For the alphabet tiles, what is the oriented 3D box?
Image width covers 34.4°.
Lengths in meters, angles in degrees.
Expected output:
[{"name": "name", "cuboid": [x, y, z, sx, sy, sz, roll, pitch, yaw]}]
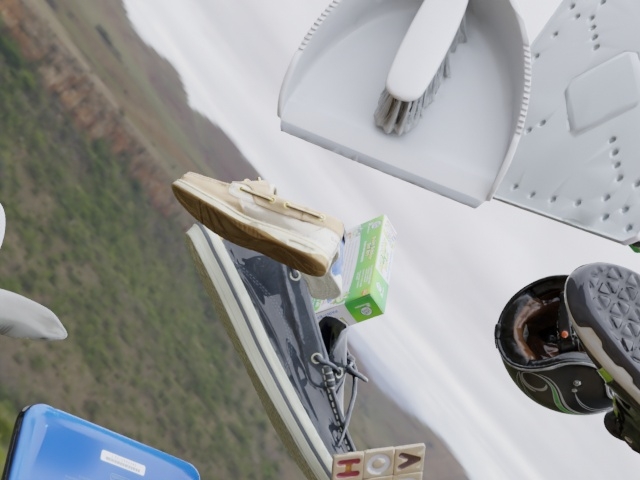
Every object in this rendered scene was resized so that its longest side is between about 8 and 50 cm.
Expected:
[{"name": "alphabet tiles", "cuboid": [0.066, 0.361, 1.296, 0.009, 0.198, 0.237, -124, -146, -61]}]

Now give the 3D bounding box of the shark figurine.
[{"name": "shark figurine", "cuboid": [-0.431, 0.092, 1.177, 0.166, 0.116, 0.278, 48, 40, 8]}]

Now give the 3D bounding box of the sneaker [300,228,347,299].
[{"name": "sneaker", "cuboid": [-0.001, 0.000, 1.219, 0.152, 0.058, 0.084, 73, 13, -58]}]

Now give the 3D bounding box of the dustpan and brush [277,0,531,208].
[{"name": "dustpan and brush", "cuboid": [0.077, -0.144, 0.630, 0.147, 0.211, 0.060, 23, -16, 11]}]

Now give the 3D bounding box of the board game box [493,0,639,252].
[{"name": "board game box", "cuboid": [0.396, -0.189, 1.406, 0.050, 0.390, 0.390, 40, -7, -34]}]

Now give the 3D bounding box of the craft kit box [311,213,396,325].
[{"name": "craft kit box", "cuboid": [0.012, 0.078, 1.890, 0.061, 0.247, 0.249, 53, 28, -25]}]

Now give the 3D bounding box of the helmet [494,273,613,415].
[{"name": "helmet", "cuboid": [0.304, 0.129, 1.221, 0.161, 0.169, 0.169, 35, 7, -37]}]

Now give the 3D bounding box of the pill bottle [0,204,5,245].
[{"name": "pill bottle", "cuboid": [-0.475, -0.037, 1.119, 0.246, 0.136, 0.136, 19, -9, 12]}]

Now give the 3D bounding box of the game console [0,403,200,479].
[{"name": "game console", "cuboid": [-0.309, 0.358, 1.218, 0.293, 0.173, 0.250, 37, 50, -44]}]

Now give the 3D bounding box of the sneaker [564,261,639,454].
[{"name": "sneaker", "cuboid": [0.229, 0.116, 0.724, 0.234, 0.084, 0.097, 45, -43, -17]}]

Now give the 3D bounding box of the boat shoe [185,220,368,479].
[{"name": "boat shoe", "cuboid": [-0.020, 0.174, 1.447, 0.500, 0.156, 0.187, 66, -14, -10]}]

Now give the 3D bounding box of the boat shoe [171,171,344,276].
[{"name": "boat shoe", "cuboid": [-0.055, -0.026, 0.946, 0.170, 0.059, 0.063, 26, -23, 16]}]
